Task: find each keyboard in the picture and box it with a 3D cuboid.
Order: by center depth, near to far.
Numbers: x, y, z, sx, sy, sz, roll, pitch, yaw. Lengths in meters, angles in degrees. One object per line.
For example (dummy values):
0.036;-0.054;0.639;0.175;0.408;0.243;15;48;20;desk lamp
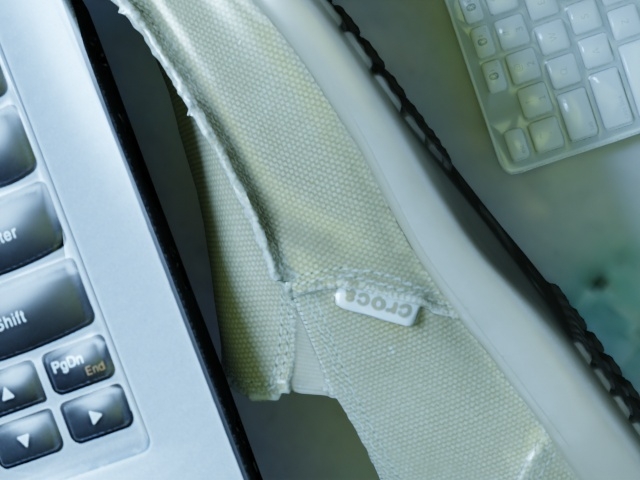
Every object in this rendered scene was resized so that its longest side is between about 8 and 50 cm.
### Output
0.049;-0.151;0.571;0.072;0.014;0.256;-18;95;11;keyboard

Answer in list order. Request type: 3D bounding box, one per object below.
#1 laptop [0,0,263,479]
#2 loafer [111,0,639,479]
-0.259;0.030;0.481;0.382;0.236;0.408;-20;91;20;laptop
0.000;0.000;0.556;0.092;0.102;0.268;-38;92;6;loafer
